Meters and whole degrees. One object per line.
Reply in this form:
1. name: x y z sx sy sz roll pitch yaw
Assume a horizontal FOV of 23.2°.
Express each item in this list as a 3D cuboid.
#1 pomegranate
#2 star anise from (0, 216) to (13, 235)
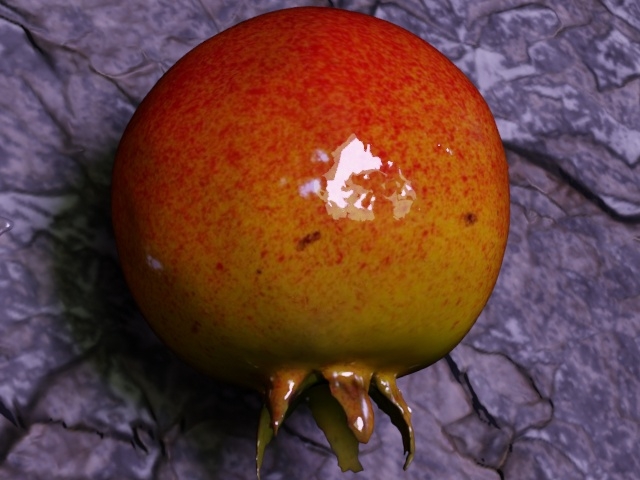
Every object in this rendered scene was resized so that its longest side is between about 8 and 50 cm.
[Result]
1. pomegranate: 0.000 0.000 0.840 0.221 0.221 0.256 1 74 -32
2. star anise: -0.271 0.017 0.737 0.230 0.081 0.262 40 41 -9
